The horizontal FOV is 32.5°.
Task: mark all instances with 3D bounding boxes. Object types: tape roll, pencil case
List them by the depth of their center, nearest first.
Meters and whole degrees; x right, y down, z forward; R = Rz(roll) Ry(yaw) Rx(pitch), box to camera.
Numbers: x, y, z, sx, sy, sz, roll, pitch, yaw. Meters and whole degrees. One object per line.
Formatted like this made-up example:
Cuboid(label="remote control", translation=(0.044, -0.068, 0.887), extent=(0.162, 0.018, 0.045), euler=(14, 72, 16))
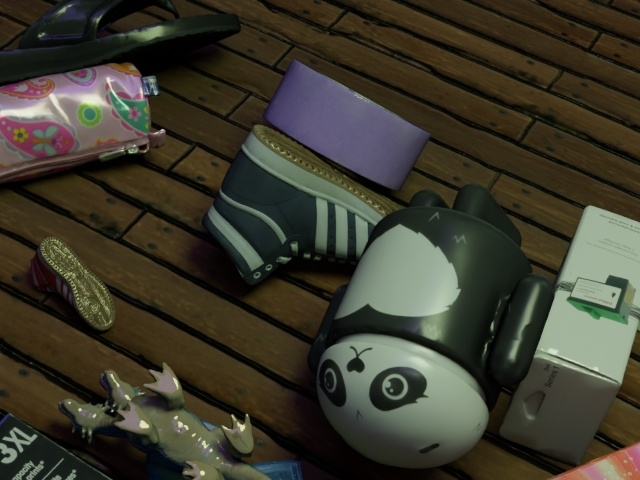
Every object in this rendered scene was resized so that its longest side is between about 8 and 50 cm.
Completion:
Cuboid(label="pencil case", translation=(-0.334, -0.130, 1.305), extent=(0.284, 0.124, 0.124), euler=(-15, 52, -22))
Cuboid(label="tape roll", translation=(0.032, -0.138, 1.314), extent=(0.189, 0.080, 0.189), euler=(27, 9, -4))

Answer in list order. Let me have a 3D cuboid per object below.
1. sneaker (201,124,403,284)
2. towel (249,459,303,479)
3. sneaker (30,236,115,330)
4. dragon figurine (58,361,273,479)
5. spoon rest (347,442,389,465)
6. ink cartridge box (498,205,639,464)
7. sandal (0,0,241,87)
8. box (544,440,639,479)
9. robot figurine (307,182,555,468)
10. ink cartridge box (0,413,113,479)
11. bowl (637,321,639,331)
Cuboid(label="sneaker", translation=(0.000, 0.000, 1.251), extent=(0.282, 0.153, 0.099), euler=(31, 14, -22))
Cuboid(label="towel", translation=(-0.043, 0.265, 1.045), extent=(0.067, 0.029, 0.119), euler=(-4, 49, -10))
Cuboid(label="sneaker", translation=(-0.273, 0.054, 1.205), extent=(0.042, 0.067, 0.118), euler=(-37, 92, -35))
Cuboid(label="dragon figurine", translation=(-0.119, 0.202, 1.041), extent=(0.289, 0.144, 0.085), euler=(31, 66, 8))
Cuboid(label="spoon rest", translation=(0.108, 0.121, 1.159), extent=(0.137, 0.084, 0.276), euler=(23, 49, 13))
Cuboid(label="ink cartridge box", translation=(0.273, 0.099, 1.149), extent=(0.093, 0.160, 0.219), euler=(20, 50, 11))
Cuboid(label="sandal", translation=(-0.314, -0.259, 1.380), extent=(0.446, 0.167, 0.107), euler=(-14, 94, -18))
Cuboid(label="box", translation=(0.266, 0.332, 0.893), extent=(0.142, 0.154, 0.299), euler=(-16, 68, -23))
Cuboid(label="robot figurine", translation=(0.101, 0.078, 1.049), extent=(0.174, 0.209, 0.278), euler=(25, 61, -2))
Cuboid(label="ink cartridge box", translation=(-0.259, 0.279, 0.986), extent=(0.371, 0.069, 0.175), euler=(26, 50, 19))
Cuboid(label="bowl", translation=(0.423, 0.034, 1.281), extent=(0.170, 0.080, 0.170), euler=(3, 47, -4))
